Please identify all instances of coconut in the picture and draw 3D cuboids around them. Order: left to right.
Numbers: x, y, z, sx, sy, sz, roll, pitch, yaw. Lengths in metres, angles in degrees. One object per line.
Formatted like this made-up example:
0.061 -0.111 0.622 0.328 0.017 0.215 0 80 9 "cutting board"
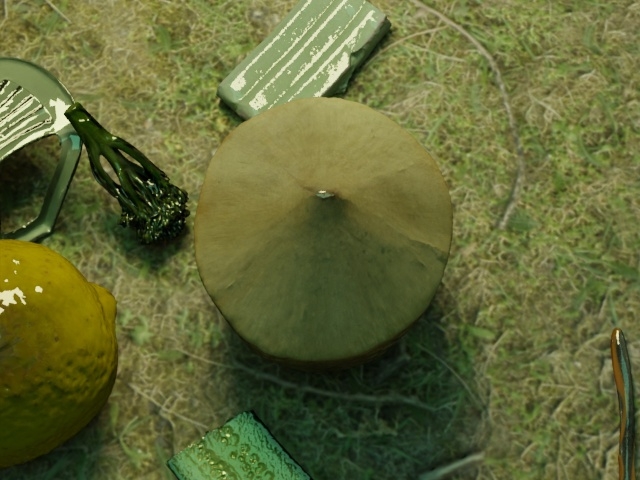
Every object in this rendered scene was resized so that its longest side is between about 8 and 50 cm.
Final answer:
0.000 0.000 1.342 0.329 0.329 0.328 0 70 1 "coconut"

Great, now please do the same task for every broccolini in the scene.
-0.235 -0.084 1.482 0.091 0.068 0.202 -34 100 0 "broccolini"

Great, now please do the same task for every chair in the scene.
-0.431 -0.077 1.456 0.203 0.190 0.275 39 46 13 "chair"

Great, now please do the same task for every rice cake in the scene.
-0.019 -0.234 1.576 0.127 0.043 0.237 39 76 14 "rice cake"

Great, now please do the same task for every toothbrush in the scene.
0.354 0.255 1.401 0.031 0.023 0.321 0 71 -7 "toothbrush"

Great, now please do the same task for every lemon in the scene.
-0.365 0.130 1.333 0.310 0.253 0.253 -20 70 -23 "lemon"

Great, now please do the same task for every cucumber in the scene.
-0.050 0.306 1.367 0.115 0.063 0.244 -40 74 -5 "cucumber"
